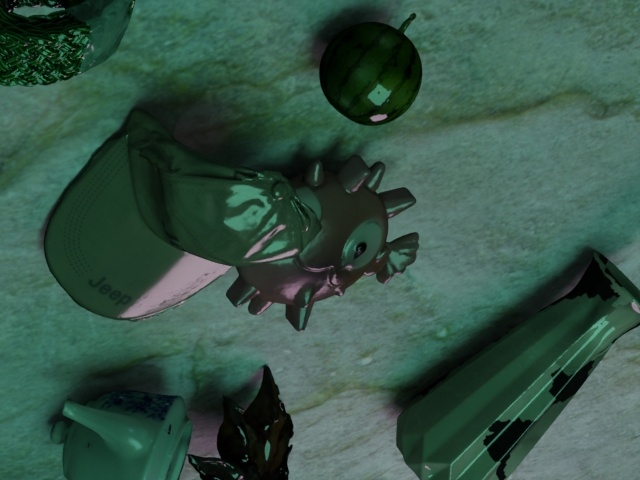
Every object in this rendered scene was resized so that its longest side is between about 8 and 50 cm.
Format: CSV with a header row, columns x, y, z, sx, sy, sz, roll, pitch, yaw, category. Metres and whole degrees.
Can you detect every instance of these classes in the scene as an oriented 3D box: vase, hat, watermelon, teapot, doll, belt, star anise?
x,y,z,sx,sy,sz,roll,pitch,yaw,category
0.263,0.177,2.240,0.360,0.165,0.165,-45,146,11,vase
-0.127,0.006,1.643,0.214,0.149,0.244,27,105,-33,hat
0.050,-0.161,1.651,0.109,0.109,0.109,-22,146,-16,watermelon
-0.227,0.232,1.919,0.159,0.159,0.232,-23,157,-14,teapot
0.000,0.000,1.820,0.262,0.093,0.211,17,116,-43,doll
-0.223,-0.173,1.378,0.151,0.121,0.079,-19,144,-28,belt
-0.074,0.286,2.034,0.272,0.102,0.272,14,90,-69,star anise
